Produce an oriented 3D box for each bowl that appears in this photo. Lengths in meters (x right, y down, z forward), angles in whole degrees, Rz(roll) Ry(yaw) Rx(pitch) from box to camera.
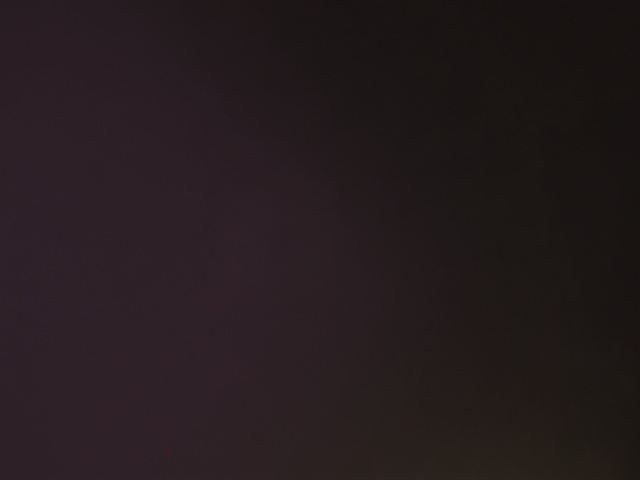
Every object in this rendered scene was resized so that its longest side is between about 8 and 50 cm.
[{"bbox_3d":[0.000,0.000,0.345,0.391,0.077,0.391,2,85,-22],"label":"bowl"}]

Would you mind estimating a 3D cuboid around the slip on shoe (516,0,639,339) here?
[{"bbox_3d":[0.059,-0.023,0.437,0.135,0.041,0.051,46,71,-13],"label":"slip on shoe"}]
